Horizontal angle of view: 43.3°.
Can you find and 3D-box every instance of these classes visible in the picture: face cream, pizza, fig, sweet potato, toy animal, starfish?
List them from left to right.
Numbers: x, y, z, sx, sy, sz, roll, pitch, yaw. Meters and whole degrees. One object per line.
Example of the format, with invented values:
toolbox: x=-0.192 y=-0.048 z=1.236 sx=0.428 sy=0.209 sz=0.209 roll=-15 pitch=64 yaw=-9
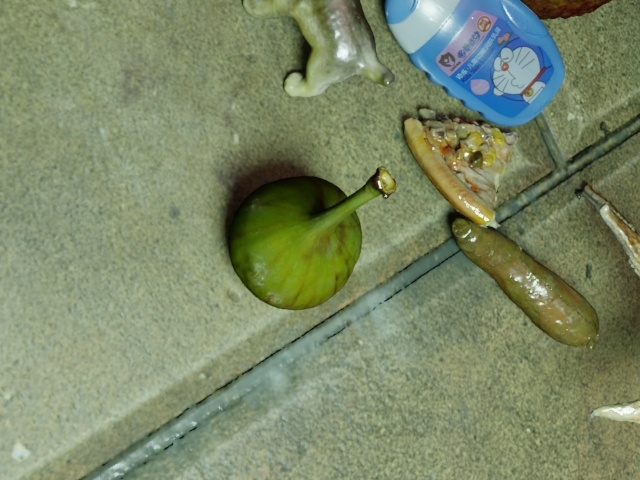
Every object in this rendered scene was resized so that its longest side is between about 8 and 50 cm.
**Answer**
toy animal: x=-0.008 y=-0.278 z=0.918 sx=0.121 sy=0.169 sz=0.233 roll=-36 pitch=114 yaw=-29
fig: x=0.000 y=0.000 z=0.820 sx=0.151 sy=0.259 sz=0.151 roll=1 pitch=87 yaw=-23
face cream: x=0.197 y=-0.263 z=1.055 sx=0.264 sy=0.083 sz=0.149 roll=31 pitch=107 yaw=-22
pizza: x=0.209 y=-0.113 z=1.061 sx=0.195 sy=0.052 sz=0.185 roll=-28 pitch=78 yaw=-42
sweet potato: x=0.271 y=0.051 z=1.076 sx=0.273 sy=0.075 sz=0.075 roll=40 pitch=65 yaw=-16
starfish: x=0.443 y=0.109 z=1.075 sx=0.384 sy=0.132 sz=0.398 roll=59 pitch=32 yaw=0

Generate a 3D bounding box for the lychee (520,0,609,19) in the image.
lychee: x=0.315 y=-0.424 z=1.081 sx=0.260 sy=0.260 sz=0.260 roll=5 pitch=80 yaw=-29
